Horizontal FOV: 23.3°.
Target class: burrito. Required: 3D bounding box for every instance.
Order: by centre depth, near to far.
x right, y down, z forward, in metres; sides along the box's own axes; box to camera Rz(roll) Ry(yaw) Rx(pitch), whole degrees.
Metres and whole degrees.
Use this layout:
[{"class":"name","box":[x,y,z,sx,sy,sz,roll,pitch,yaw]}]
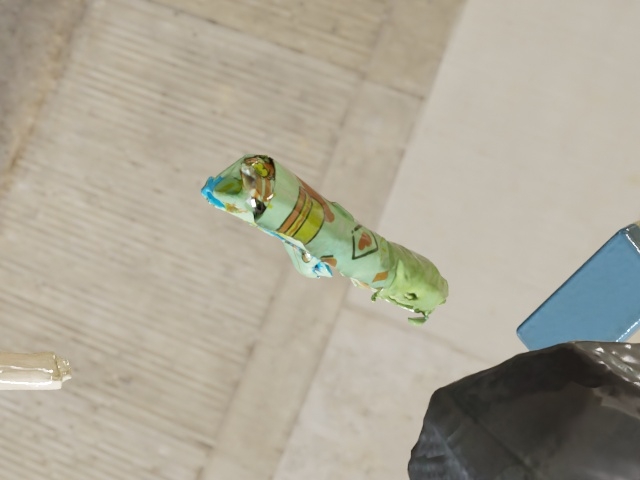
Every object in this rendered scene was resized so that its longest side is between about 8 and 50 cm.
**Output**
[{"class":"burrito","box":[0.000,0.000,1.196,0.288,0.104,0.054,30,77,-48]}]

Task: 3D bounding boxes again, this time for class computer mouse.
[{"class":"computer mouse","box":[0.105,0.098,0.390,0.106,0.192,0.062,-53,180,13]}]

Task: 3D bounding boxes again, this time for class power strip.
[{"class":"power strip","box":[0.185,0.043,1.016,0.032,0.056,0.123,-23,159,-47]}]

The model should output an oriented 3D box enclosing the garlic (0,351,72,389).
[{"class":"garlic","box":[-0.302,0.110,1.197,0.199,0.226,0.199,3,90,-77]}]
